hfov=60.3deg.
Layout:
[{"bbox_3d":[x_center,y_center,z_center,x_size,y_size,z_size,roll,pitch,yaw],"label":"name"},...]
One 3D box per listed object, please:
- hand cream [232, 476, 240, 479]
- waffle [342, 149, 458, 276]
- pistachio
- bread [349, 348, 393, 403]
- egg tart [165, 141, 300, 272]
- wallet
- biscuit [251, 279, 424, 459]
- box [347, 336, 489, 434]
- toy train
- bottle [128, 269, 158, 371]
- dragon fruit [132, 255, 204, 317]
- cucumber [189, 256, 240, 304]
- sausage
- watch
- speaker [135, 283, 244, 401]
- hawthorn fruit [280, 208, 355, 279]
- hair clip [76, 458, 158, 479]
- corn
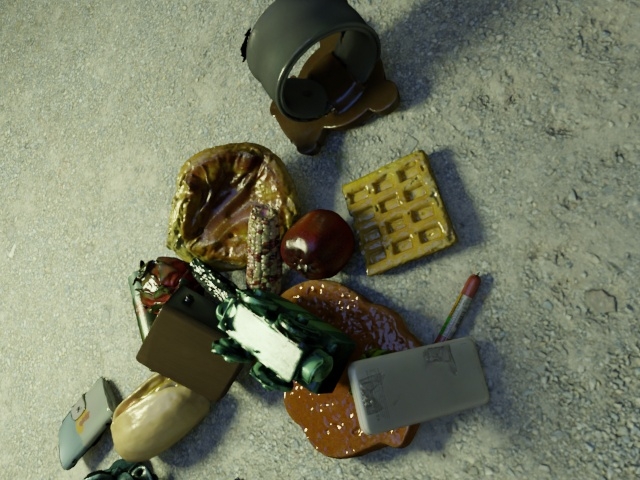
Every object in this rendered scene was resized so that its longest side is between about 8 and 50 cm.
[{"bbox_3d":[-0.262,0.714,1.342,0.270,0.061,0.120,-46,64,6],"label":"hand cream"},{"bbox_3d":[0.180,-0.062,1.284,0.221,0.055,0.248,-23,68,21],"label":"waffle"},{"bbox_3d":[-0.414,0.450,1.423,0.299,0.187,0.187,-39,64,9],"label":"pistachio"},{"bbox_3d":[0.121,0.297,1.150,0.130,0.071,0.139,16,85,34],"label":"bread"},{"bbox_3d":[-0.212,-0.083,1.417,0.339,0.153,0.351,7,108,-1],"label":"egg tart"},{"bbox_3d":[-0.668,0.522,1.588,0.231,0.069,0.170,-48,44,6],"label":"wallet"},{"bbox_3d":[0.046,0.284,1.265,0.455,0.078,0.349,43,102,29],"label":"biscuit"},{"bbox_3d":[0.200,0.286,1.101,0.285,0.044,0.142,-8,74,-19],"label":"box"},{"bbox_3d":[-0.084,0.215,1.178,0.299,0.238,0.167,28,92,32],"label":"toy train"},{"bbox_3d":[-0.472,0.220,1.546,0.082,0.082,0.286,-30,66,19],"label":"bottle"},{"bbox_3d":[-0.401,0.129,1.477,0.182,0.188,0.182,-28,27,15],"label":"dragon fruit"},{"bbox_3d":[-0.249,0.127,1.364,0.211,0.078,0.062,31,64,24],"label":"cucumber"},{"bbox_3d":[0.290,0.166,1.188,0.029,0.029,0.223,29,92,30],"label":"sausage"},{"bbox_3d":[-0.022,-0.404,1.312,0.335,0.327,0.314,-40,63,15],"label":"watch"},{"bbox_3d":[-0.292,0.248,1.342,0.231,0.153,0.192,30,105,-5],"label":"speaker"},{"bbox_3d":[0.000,0.000,1.306,0.169,0.169,0.188,10,47,29],"label":"hawthorn fruit"},{"bbox_3d":[-0.526,0.682,1.426,0.310,0.194,0.206,-18,83,21],"label":"hair clip"},{"bbox_3d":[-0.137,0.047,1.339,0.092,0.092,0.280,24,128,30],"label":"corn"}]
